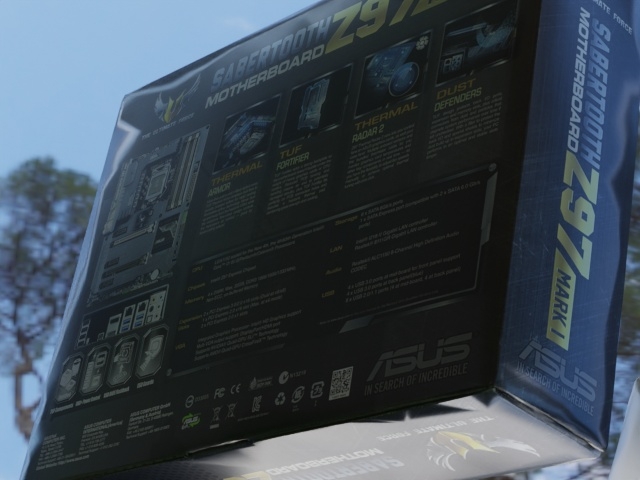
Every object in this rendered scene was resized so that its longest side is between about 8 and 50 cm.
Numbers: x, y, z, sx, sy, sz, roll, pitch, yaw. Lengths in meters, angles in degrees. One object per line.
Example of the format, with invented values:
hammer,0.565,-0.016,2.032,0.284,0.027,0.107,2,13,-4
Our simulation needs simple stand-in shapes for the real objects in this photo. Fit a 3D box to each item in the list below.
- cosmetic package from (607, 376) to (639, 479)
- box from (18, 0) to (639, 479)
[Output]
cosmetic package,0.341,0.239,0.876,0.385,0.217,0.156,-120,-150,-49
box,0.000,0.000,0.541,0.232,0.059,0.183,-19,-129,41
